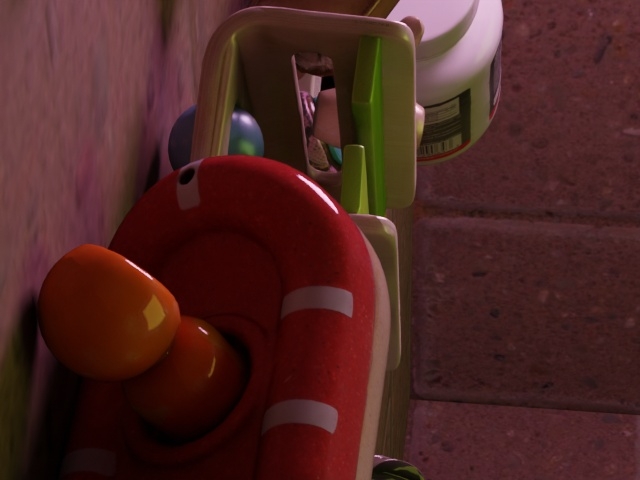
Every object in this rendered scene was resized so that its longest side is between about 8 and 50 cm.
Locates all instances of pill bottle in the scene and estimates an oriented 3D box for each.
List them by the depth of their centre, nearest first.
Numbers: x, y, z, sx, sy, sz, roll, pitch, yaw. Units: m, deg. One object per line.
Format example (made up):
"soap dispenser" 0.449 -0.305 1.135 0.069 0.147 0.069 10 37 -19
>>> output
"pill bottle" 0.090 -0.197 1.895 0.318 0.176 0.176 73 22 -75

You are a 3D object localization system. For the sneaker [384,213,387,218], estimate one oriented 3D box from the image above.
"sneaker" 0.034 -0.042 1.976 0.175 0.067 0.064 80 17 -61

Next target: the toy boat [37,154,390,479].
"toy boat" -0.064 0.053 0.842 0.151 0.151 0.231 48 37 -39

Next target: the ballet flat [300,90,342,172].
"ballet flat" -0.007 -0.060 1.473 0.221 0.079 0.077 30 44 -72

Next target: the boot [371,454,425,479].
"boot" -0.026 0.200 1.146 0.208 0.076 0.190 -2 -117 55

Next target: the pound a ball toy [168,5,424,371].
"pound a ball toy" -0.010 -0.051 1.176 0.319 0.135 0.208 83 12 -71

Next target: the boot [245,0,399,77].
"boot" 0.037 -0.244 1.401 0.269 0.089 0.236 -51 -161 -9

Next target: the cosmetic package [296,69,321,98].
"cosmetic package" -0.019 -0.154 1.494 0.060 0.041 0.115 71 23 -76
